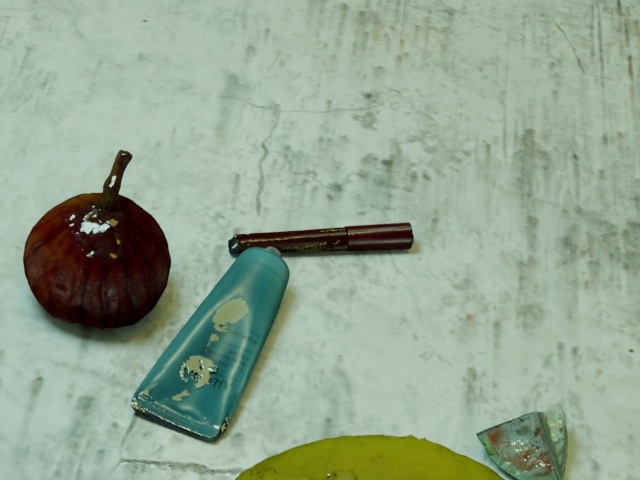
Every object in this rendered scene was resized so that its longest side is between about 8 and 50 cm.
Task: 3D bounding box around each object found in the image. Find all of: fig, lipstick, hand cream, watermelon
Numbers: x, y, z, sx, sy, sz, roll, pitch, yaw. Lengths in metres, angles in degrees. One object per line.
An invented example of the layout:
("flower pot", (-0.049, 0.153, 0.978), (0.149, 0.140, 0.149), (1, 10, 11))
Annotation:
("fig", (-0.180, 0.009, 1.605), (0.128, 0.150, 0.128), (39, 31, -30))
("lipstick", (0.000, 0.000, 1.737), (0.176, 0.027, 0.027), (-3, 42, -15))
("hand cream", (-0.084, 0.081, 1.611), (0.083, 0.048, 0.224), (21, 46, 7))
("watermelon", (0.182, 0.160, 1.563), (0.085, 0.061, 0.085), (2, 48, -3))

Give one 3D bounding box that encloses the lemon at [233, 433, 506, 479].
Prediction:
("lemon", (0.032, 0.259, 1.269), (0.310, 0.253, 0.253), (6, 38, 13))
